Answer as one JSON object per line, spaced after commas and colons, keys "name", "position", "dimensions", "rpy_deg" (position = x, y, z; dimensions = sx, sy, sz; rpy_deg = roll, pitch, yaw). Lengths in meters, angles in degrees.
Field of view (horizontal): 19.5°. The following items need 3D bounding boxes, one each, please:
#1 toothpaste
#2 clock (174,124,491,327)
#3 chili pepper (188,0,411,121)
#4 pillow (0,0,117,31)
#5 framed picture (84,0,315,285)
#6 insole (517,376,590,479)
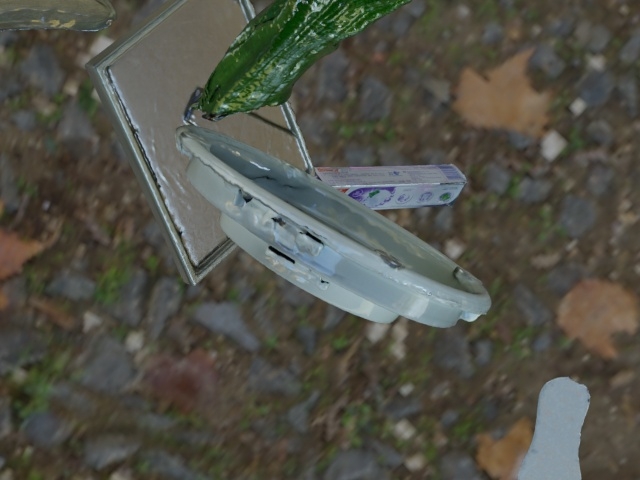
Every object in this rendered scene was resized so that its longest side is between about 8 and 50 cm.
{"name": "toothpaste", "position": [0.070, -0.060, 2.062], "dimensions": [0.196, 0.047, 0.040], "rpy_deg": [-3, 51, -32]}
{"name": "clock", "position": [0.000, 0.000, 1.215], "dimensions": [0.236, 0.236, 0.053], "rpy_deg": [28, 96, -6]}
{"name": "chili pepper", "position": [-0.008, -0.154, 1.329], "dimensions": [0.098, 0.224, 0.061], "rpy_deg": [-9, 70, -54]}
{"name": "pillow", "position": [-0.290, -0.211, 1.609], "dimensions": [0.218, 0.033, 0.130], "rpy_deg": [-13, 42, -36]}
{"name": "framed picture", "position": [-0.108, -0.113, 1.806], "dimensions": [0.192, 0.018, 0.265], "rpy_deg": [-42, 129, -28]}
{"name": "insole", "position": [0.240, 0.221, 1.929], "dimensions": [0.065, 0.197, 0.004], "rpy_deg": [5, 31, 2]}
